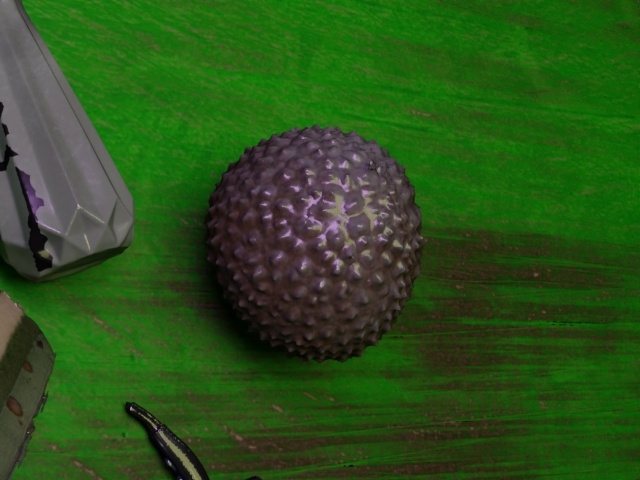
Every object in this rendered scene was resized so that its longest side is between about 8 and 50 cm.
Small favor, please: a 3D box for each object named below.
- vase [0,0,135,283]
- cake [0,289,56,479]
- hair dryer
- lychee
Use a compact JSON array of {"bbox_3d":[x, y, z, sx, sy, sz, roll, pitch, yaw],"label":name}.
[{"bbox_3d":[-0.336,-0.138,1.510,0.165,0.165,0.360,-18,84,-41],"label":"vase"},{"bbox_3d":[-0.409,0.172,1.414,0.158,0.172,0.283,57,17,-19],"label":"cake"},{"bbox_3d":[-0.178,0.289,1.571,0.195,0.075,0.219,-34,88,-31],"label":"hair dryer"},{"bbox_3d":[0.002,0.003,1.659,0.300,0.300,0.300,13,68,-36],"label":"lychee"}]
